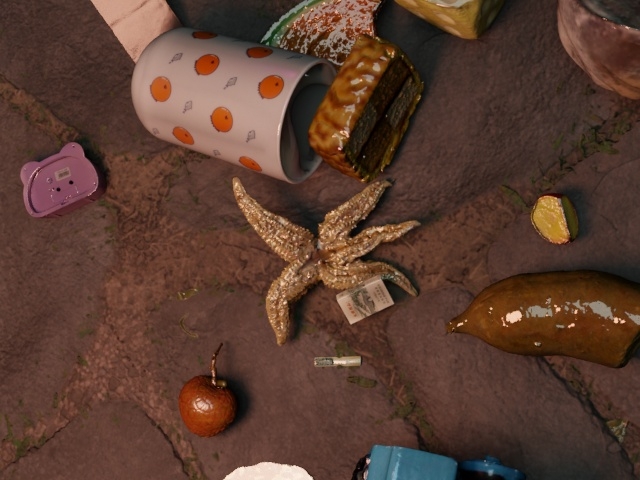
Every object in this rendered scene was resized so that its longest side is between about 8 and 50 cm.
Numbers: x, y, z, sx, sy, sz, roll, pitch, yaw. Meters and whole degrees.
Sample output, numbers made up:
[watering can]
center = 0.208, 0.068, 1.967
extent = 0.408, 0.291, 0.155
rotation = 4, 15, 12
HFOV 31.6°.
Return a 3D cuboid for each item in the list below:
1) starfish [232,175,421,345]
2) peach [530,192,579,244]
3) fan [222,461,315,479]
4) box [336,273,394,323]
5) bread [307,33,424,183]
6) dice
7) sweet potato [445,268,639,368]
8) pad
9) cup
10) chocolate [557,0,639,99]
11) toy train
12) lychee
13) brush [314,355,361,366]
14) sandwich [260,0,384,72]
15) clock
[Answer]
[starfish]
center = 0.026, -0.001, 1.930
extent = 0.293, 0.084, 0.302
rotation = -15, 91, 4
[peach]
center = 0.392, -0.036, 1.854
extent = 0.083, 0.050, 0.077
rotation = 39, 119, 24
[fan]
center = -0.076, 0.451, 1.954
extent = 0.240, 0.009, 0.131
rotation = 7, 86, 15
[box]
center = 0.075, 0.099, 1.896
extent = 0.083, 0.024, 0.054
rotation = -26, 115, 8
[bread]
center = 0.077, -0.220, 1.891
extent = 0.096, 0.181, 0.222
rotation = 27, 87, 29
[dice]
center = 0.225, -0.446, 1.874
extent = 0.166, 0.169, 0.169
rotation = 28, 92, 15
[sweet potato]
center = 0.382, 0.118, 1.795
extent = 0.369, 0.158, 0.158
rotation = 7, 87, 20
[pad]
center = -0.328, -0.405, 2.050
extent = 0.116, 0.004, 0.193
rotation = -31, 110, 12
[cup]
center = -0.153, -0.241, 1.922
extent = 0.317, 0.212, 0.212
rotation = 19, 90, 22
[chocolate]
center = 0.510, -0.339, 1.771
extent = 0.303, 0.213, 0.303
rotation = 0, 50, 0
[toy train]
center = 0.169, 0.419, 1.749
extent = 0.264, 0.300, 0.188
rotation = 12, 73, 2
[lychee]
center = -0.196, 0.271, 1.954
extent = 0.101, 0.114, 0.140
rotation = -11, 110, -15
[brush]
center = 0.029, 0.209, 1.948
extent = 0.083, 0.013, 0.016
rotation = -3, 82, 13
[sandwich]
center = 0.021, -0.363, 1.975
extent = 0.235, 0.079, 0.159
rotation = -41, 87, 11
[clock]
center = -0.476, -0.109, 2.089
extent = 0.152, 0.050, 0.110
rotation = -23, 80, 11
